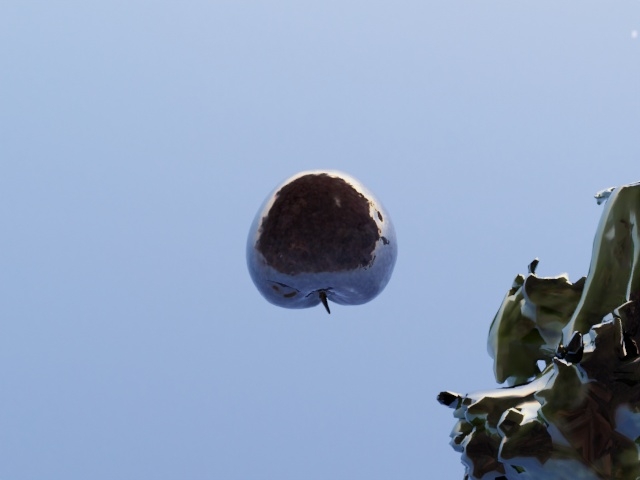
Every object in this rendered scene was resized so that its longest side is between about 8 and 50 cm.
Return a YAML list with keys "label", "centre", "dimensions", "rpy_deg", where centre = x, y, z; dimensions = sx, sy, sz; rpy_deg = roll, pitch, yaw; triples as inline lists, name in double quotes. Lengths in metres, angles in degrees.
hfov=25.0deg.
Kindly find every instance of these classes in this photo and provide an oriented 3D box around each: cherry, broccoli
- label: "cherry"
  centre: [0.004, -0.002, 1.599]
  dimensions: [0.176, 0.140, 0.176]
  rpy_deg: [-4, -114, 9]
- label: "broccoli"
  centre: [0.258, 0.094, 1.048]
  dimensions: [0.347, 0.293, 0.281]
  rpy_deg: [-10, -89, 16]
